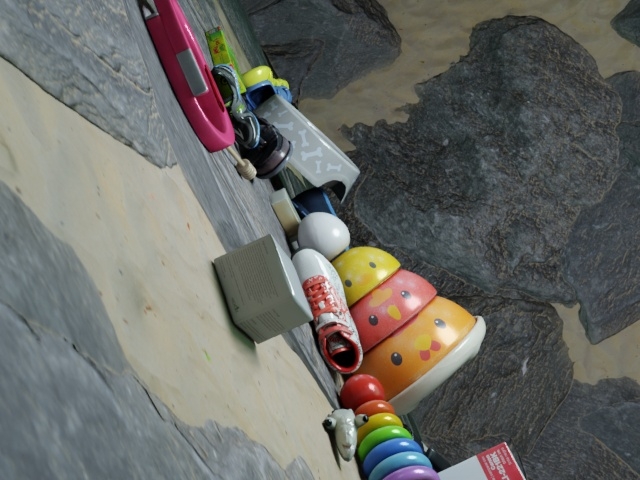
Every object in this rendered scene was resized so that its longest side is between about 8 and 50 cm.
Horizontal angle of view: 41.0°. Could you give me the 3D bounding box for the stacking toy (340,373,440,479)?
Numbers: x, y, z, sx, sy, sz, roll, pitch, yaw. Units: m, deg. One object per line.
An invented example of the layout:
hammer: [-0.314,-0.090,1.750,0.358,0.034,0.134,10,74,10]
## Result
stacking toy: [0.120,0.379,1.603,0.141,0.141,0.330,62,2,-44]

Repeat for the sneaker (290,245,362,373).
sneaker: [0.016,0.144,1.761,0.145,0.090,0.270,-102,170,-80]

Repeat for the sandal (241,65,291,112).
sandal: [-0.152,-0.399,2.465,0.317,0.126,0.138,-6,76,-77]

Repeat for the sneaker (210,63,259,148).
sneaker: [-0.188,-0.277,1.796,0.188,0.067,0.078,67,26,-7]

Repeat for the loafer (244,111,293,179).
loafer: [-0.137,-0.218,1.897,0.095,0.109,0.302,44,7,-21]

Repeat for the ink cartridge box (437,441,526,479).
ink cartridge box: [0.270,0.524,1.643,0.114,0.273,0.197,65,3,39]

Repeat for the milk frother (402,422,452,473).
milk frother: [0.177,0.470,1.730,0.129,0.143,0.135,24,-20,52]

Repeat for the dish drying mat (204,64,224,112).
dish drying mat: [-0.176,-0.251,1.418,0.032,0.008,0.083,65,2,-63]

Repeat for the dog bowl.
dog bowl: [-0.037,-0.249,2.262,0.349,0.102,0.349,43,8,-7]

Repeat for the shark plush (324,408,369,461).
shark plush: [0.030,0.323,1.454,0.161,0.073,0.067,179,-94,-73]

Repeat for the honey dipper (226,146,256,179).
honey dipper: [-0.163,-0.163,1.636,0.161,0.030,0.030,54,13,-63]

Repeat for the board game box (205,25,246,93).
board game box: [-0.235,-0.443,2.119,0.181,0.043,0.092,-109,173,-46]

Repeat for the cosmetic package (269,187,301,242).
cosmetic package: [-0.077,-0.059,2.014,0.060,0.041,0.115,-104,169,-61]

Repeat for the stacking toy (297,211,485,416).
stacking toy: [0.107,0.139,1.956,0.480,0.350,0.350,50,4,2]

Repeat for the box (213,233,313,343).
box: [-0.075,0.065,1.134,0.101,0.087,0.102,58,10,-63]

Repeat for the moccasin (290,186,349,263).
moccasin: [0.000,0.000,2.197,0.342,0.117,0.138,-115,-171,-51]

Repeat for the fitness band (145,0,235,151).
fitness band: [-0.224,-0.290,1.473,0.209,0.054,0.291,50,17,-83]
